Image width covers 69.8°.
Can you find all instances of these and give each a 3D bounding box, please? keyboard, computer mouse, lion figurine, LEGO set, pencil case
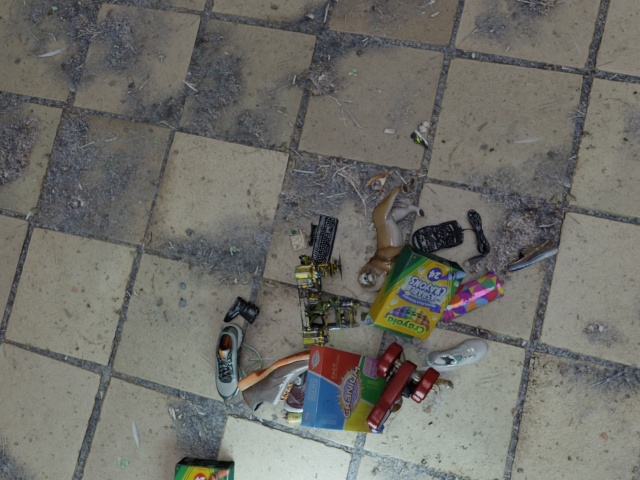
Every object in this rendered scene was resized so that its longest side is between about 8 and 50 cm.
[{"bbox_3d":[0.000,0.000,1.703,0.100,0.038,0.191,11,84,10],"label":"keyboard"},{"bbox_3d":[0.462,0.015,1.625,0.262,0.060,0.183,-20,82,-2],"label":"computer mouse"},{"bbox_3d":[0.241,-0.014,1.619,0.142,0.240,0.391,21,66,-32],"label":"lion figurine"},{"bbox_3d":[0.037,0.203,1.571,0.192,0.255,0.330,-6,86,8],"label":"LEGO set"},{"bbox_3d":[0.509,0.192,1.574,0.237,0.104,0.104,-25,81,4],"label":"pencil case"}]

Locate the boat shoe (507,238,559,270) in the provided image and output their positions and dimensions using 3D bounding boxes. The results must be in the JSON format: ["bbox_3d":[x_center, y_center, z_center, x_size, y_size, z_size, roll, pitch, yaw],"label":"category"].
[{"bbox_3d":[0.720,0.050,1.580,0.183,0.066,0.066,-22,76,-5],"label":"boat shoe"}]

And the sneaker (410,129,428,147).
[{"bbox_3d":[0.366,-0.370,1.697,0.035,0.031,0.083,-41,75,16],"label":"sneaker"}]

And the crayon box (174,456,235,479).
[{"bbox_3d":[-0.419,0.957,1.635,0.203,0.081,0.318,0,84,8],"label":"crayon box"}]

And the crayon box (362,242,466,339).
[{"bbox_3d":[0.302,0.193,1.502,0.203,0.083,0.322,20,110,-15],"label":"crayon box"}]

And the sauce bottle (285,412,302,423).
[{"bbox_3d":[-0.060,0.629,1.638,0.128,0.042,0.042,-10,82,9],"label":"sauce bottle"}]

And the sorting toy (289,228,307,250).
[{"bbox_3d":[-0.085,-0.006,1.728,0.062,0.012,0.083,-14,85,12],"label":"sorting toy"}]

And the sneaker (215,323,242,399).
[{"bbox_3d":[-0.345,0.443,1.670,0.101,0.108,0.271,0,85,7],"label":"sneaker"}]

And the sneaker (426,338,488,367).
[{"bbox_3d":[0.471,0.394,1.559,0.213,0.094,0.080,-19,80,6],"label":"sneaker"}]

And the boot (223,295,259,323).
[{"bbox_3d":[-0.293,0.277,1.715,0.099,0.045,0.121,33,91,5],"label":"boot"}]

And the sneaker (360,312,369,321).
[{"bbox_3d":[0.241,0.252,1.624,0.192,0.064,0.086,5,87,1],"label":"sneaker"}]

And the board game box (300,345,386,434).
[{"bbox_3d":[0.087,0.489,1.486,0.064,0.317,0.242,-14,61,45],"label":"board game box"}]

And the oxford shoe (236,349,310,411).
[{"bbox_3d":[-0.127,0.483,1.587,0.364,0.130,0.132,-34,72,29],"label":"oxford shoe"}]

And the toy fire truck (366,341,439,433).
[{"bbox_3d":[0.226,0.480,1.431,0.169,0.302,0.253,33,73,20],"label":"toy fire truck"}]

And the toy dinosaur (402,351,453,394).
[{"bbox_3d":[0.352,0.478,1.594,0.212,0.064,0.112,26,65,5],"label":"toy dinosaur"}]

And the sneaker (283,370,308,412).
[{"bbox_3d":[0.005,0.516,1.612,0.282,0.106,0.162,-5,80,9],"label":"sneaker"}]
